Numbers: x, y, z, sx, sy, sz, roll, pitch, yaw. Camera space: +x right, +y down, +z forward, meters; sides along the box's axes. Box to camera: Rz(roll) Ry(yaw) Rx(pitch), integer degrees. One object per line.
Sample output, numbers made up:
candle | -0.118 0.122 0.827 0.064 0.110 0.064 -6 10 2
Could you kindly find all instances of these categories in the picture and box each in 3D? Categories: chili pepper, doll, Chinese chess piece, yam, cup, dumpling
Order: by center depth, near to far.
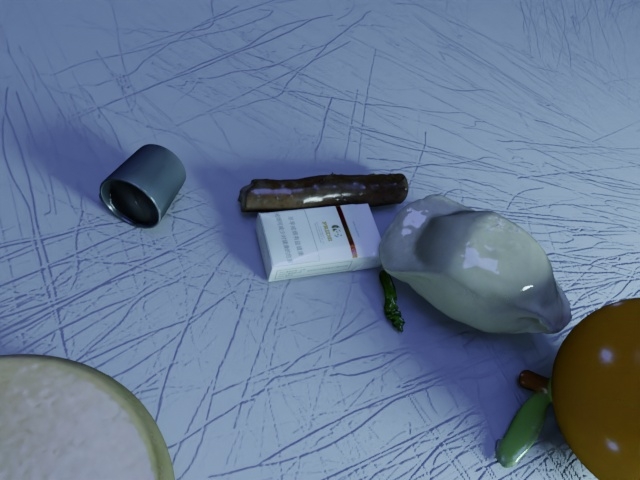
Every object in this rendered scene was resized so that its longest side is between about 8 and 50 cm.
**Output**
Chinese chess piece | -0.249 0.222 0.386 0.273 0.102 0.273 7 58 -11
doll | 0.323 0.167 0.545 0.236 0.213 0.213 -3 46 34
cup | -0.222 -0.068 0.610 0.100 0.078 0.077 2 45 22
dumpling | 0.199 0.030 0.621 0.250 0.132 0.162 24 57 4
chili pepper | 0.089 0.074 0.625 0.022 0.027 0.083 -3 59 -13
yam | 0.009 -0.067 0.679 0.241 0.057 0.057 -6 59 -18

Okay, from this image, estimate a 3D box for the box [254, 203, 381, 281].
box | 0.000 0.000 0.641 0.154 0.040 0.084 -6 57 -20
